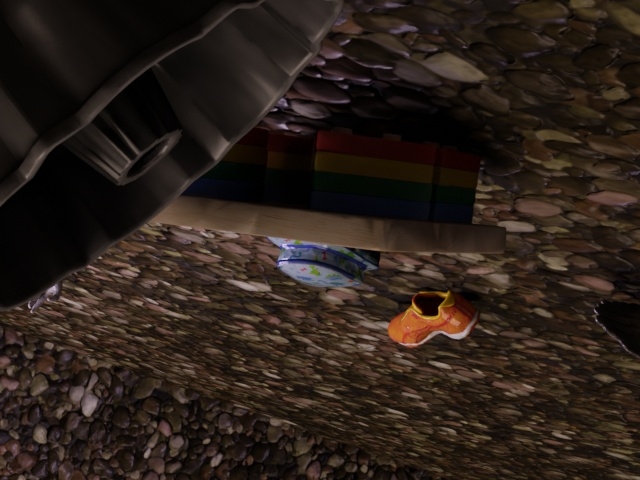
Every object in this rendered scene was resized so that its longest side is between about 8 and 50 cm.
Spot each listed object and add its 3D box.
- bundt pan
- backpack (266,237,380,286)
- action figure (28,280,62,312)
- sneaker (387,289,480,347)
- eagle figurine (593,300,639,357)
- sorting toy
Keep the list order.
[{"bbox_3d":[-0.145,-0.097,0.818,0.124,0.331,0.331,49,165,6],"label":"bundt pan"},{"bbox_3d":[0.000,0.000,1.351,0.105,0.084,0.114,-1,154,40],"label":"backpack"},{"bbox_3d":[-0.394,0.012,1.674,0.164,0.141,0.275,28,165,-3],"label":"action figure"},{"bbox_3d":[0.132,0.089,1.603,0.067,0.064,0.175,41,152,-14],"label":"sneaker"},{"bbox_3d":[0.450,0.146,1.317,0.226,0.225,0.298,-29,112,11],"label":"eagle figurine"},{"bbox_3d":[-0.004,-0.047,1.069,0.257,0.089,0.255,7,-177,28],"label":"sorting toy"}]
